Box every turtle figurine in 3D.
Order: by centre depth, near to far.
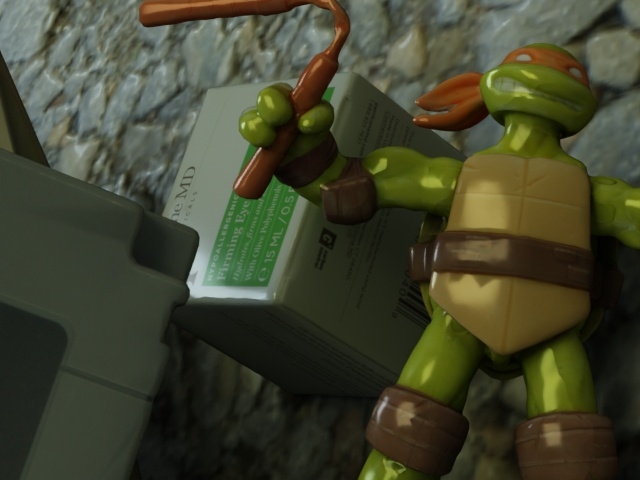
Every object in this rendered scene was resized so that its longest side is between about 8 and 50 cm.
[{"bbox_3d":[0.054,0.016,0.628,0.270,0.087,0.217,11,77,0],"label":"turtle figurine"}]

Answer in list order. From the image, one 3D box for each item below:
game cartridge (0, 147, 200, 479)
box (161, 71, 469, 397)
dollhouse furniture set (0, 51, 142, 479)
[{"bbox_3d":[-0.172,0.100,0.558,0.062,0.198,0.297,-13,57,69],"label":"game cartridge"},{"bbox_3d":[0.000,0.000,0.717,0.087,0.102,0.101,-2,63,45],"label":"box"},{"bbox_3d":[-0.291,0.087,0.756,0.394,0.362,0.256,-19,47,-3],"label":"dollhouse furniture set"}]
